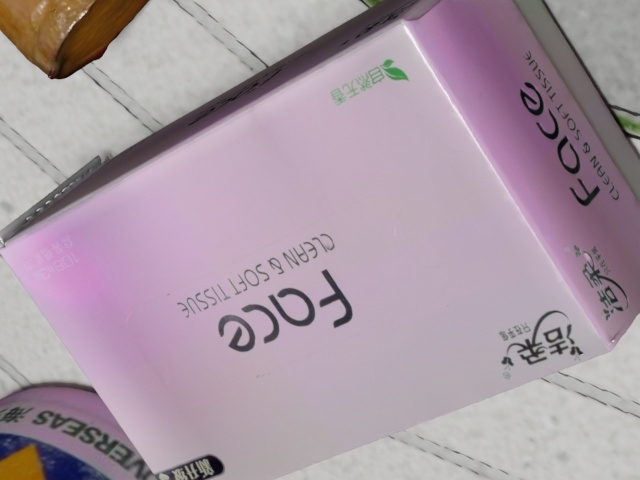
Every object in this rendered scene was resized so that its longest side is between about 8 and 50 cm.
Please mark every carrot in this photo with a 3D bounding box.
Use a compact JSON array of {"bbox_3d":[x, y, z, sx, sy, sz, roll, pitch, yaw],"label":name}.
[{"bbox_3d":[-0.156,-0.153,0.760,0.205,0.072,0.072,42,132,13],"label":"carrot"}]

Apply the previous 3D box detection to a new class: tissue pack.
[{"bbox_3d":[0.000,0.000,0.734,0.246,0.092,0.148,-26,102,40],"label":"tissue pack"}]

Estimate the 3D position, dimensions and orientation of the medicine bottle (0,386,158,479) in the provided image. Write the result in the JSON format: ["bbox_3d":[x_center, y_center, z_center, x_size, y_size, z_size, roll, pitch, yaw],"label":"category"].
[{"bbox_3d":[-0.176,0.213,0.845,0.178,0.290,0.178,15,124,24],"label":"medicine bottle"}]
